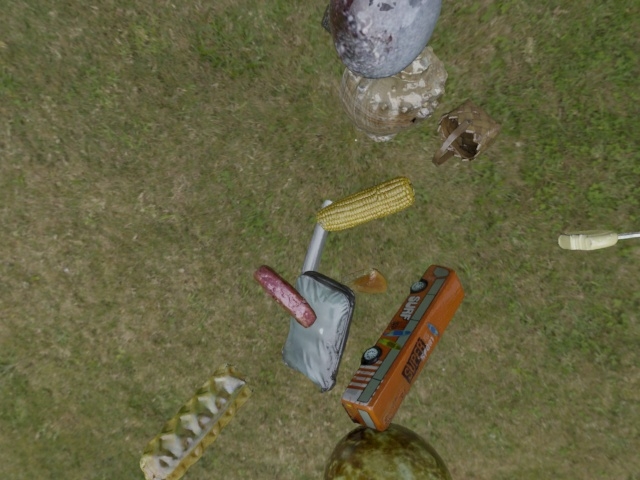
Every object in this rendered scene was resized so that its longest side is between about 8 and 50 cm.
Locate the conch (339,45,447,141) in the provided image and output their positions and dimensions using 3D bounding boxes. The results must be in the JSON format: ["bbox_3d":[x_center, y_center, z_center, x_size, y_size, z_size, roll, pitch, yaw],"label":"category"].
[{"bbox_3d":[0.200,-0.411,1.335,0.297,0.210,0.352,11,132,-3],"label":"conch"}]

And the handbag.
[{"bbox_3d":[-0.012,0.260,1.287,0.191,0.075,0.332,23,111,28],"label":"handbag"}]

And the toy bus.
[{"bbox_3d":[0.189,0.211,0.978,0.092,0.409,0.093,1,129,47],"label":"toy bus"}]

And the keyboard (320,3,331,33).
[{"bbox_3d":[0.029,-0.584,1.214,0.053,0.155,0.010,40,92,-10],"label":"keyboard"}]

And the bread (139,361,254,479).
[{"bbox_3d":[-0.258,0.384,0.954,0.087,0.269,0.098,26,148,32],"label":"bread"}]

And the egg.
[{"bbox_3d":[0.132,0.476,0.877,0.238,0.289,0.238,9,67,-21],"label":"egg"}]

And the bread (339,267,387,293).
[{"bbox_3d":[0.152,0.134,1.386,0.136,0.154,0.054,23,63,-35],"label":"bread"}]

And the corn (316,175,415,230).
[{"bbox_3d":[0.104,-0.078,1.040,0.231,0.080,0.080,-21,100,11],"label":"corn"}]

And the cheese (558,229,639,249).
[{"bbox_3d":[0.883,-0.009,1.402,0.255,0.127,0.050,-7,95,1],"label":"cheese"}]

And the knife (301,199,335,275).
[{"bbox_3d":[-0.001,-0.001,1.470,0.040,0.073,0.266,19,97,26],"label":"knife"}]

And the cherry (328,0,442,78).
[{"bbox_3d":[0.145,-0.518,1.050,0.255,0.218,0.296,-18,145,-18],"label":"cherry"}]

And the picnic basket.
[{"bbox_3d":[0.352,-0.261,1.168,0.178,0.128,0.138,-39,71,-8],"label":"picnic basket"}]

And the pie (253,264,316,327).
[{"bbox_3d":[-0.077,0.123,1.017,0.182,0.182,0.049,46,80,-6],"label":"pie"}]
